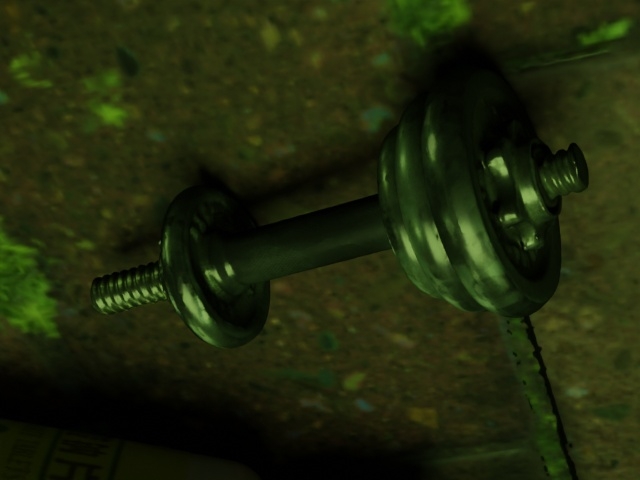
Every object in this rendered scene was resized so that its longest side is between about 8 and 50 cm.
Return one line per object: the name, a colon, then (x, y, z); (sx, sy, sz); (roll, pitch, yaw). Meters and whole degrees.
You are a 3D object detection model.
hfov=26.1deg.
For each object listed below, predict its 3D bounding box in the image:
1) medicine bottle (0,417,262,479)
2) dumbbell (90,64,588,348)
medicine bottle: (-0.134, 0.213, 0.755); (0.378, 0.213, 0.213); (11, 133, -4)
dumbbell: (0.000, 0.000, 0.627); (0.254, 0.110, 0.110); (-16, 129, 27)
